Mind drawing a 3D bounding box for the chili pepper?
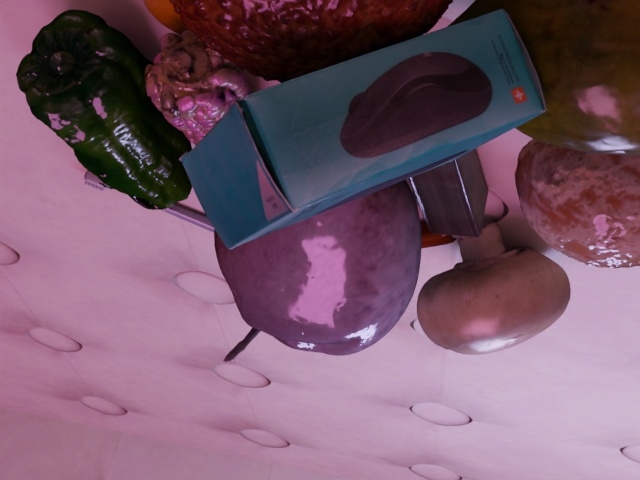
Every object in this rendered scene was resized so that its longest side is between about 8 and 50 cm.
[{"bbox_3d":[-0.282,-0.176,1.487,0.168,0.213,0.385,-32,157,-2],"label":"chili pepper"}]

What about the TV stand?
[{"bbox_3d":[0.172,-0.110,1.483,0.083,0.088,0.269,5,152,21],"label":"TV stand"}]

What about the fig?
[{"bbox_3d":[0.242,-0.208,1.121,0.314,0.233,0.233,13,153,11],"label":"fig"}]

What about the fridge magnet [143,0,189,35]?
[{"bbox_3d":[-0.154,-0.299,1.312,0.143,0.063,0.143,13,153,7],"label":"fridge magnet"}]

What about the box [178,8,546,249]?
[{"bbox_3d":[0.041,-0.107,1.056,0.311,0.118,0.205,-22,176,-25],"label":"box"}]

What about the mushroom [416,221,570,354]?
[{"bbox_3d":[0.273,0.074,1.678,0.246,0.202,0.246,-14,-176,1],"label":"mushroom"}]

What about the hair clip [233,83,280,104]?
[{"bbox_3d":[-0.010,-0.177,1.263,0.110,0.095,0.359,25,-171,4],"label":"hair clip"}]

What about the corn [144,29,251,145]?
[{"bbox_3d":[-0.141,-0.178,1.418,0.127,0.126,0.335,9,170,10],"label":"corn"}]

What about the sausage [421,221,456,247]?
[{"bbox_3d":[0.162,-0.008,1.734,0.131,0.041,0.039,-9,149,38],"label":"sausage"}]

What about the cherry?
[{"bbox_3d":[0.008,0.011,1.553,0.335,0.291,0.326,-22,95,48],"label":"cherry"}]

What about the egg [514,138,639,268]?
[{"bbox_3d":[0.371,-0.066,1.355,0.245,0.203,0.203,17,155,19],"label":"egg"}]

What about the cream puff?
[{"bbox_3d":[-0.010,-0.276,1.051,0.351,0.228,0.350,2,164,1],"label":"cream puff"}]

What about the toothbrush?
[{"bbox_3d":[-0.258,-0.051,1.878,0.342,0.025,0.030,21,157,-13],"label":"toothbrush"}]
